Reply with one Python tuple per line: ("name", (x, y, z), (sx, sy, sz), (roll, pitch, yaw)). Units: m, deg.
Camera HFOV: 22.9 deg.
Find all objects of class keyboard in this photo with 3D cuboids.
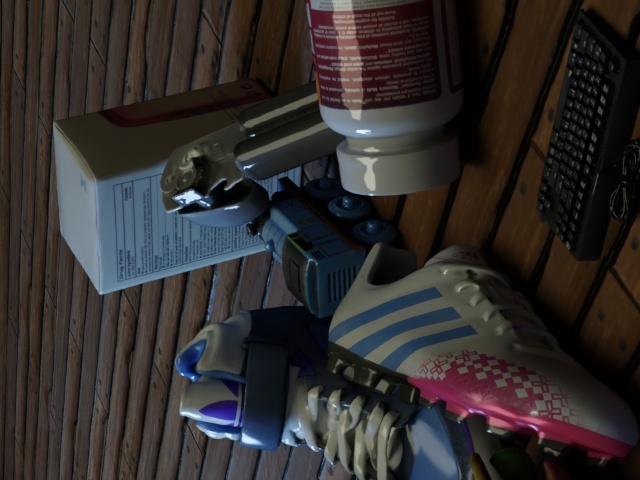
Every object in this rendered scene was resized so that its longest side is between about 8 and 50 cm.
("keyboard", (0.196, -0.066, 1.143), (0.108, 0.023, 0.180), (53, 149, 41))

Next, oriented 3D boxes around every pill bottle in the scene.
("pill bottle", (0.053, -0.155, 1.286), (0.121, 0.121, 0.221), (25, 126, 61))

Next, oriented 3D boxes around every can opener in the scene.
("can opener", (-0.034, -0.083, 1.475), (0.283, 0.095, 0.076), (-19, 50, 34))

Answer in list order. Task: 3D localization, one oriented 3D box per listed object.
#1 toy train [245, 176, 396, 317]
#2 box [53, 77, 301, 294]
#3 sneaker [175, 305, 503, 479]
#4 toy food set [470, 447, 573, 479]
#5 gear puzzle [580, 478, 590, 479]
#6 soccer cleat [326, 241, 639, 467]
("toy train", (0.000, 0.000, 1.516), (0.184, 0.105, 0.080), (44, 141, 50))
("box", (-0.148, -0.061, 1.652), (0.127, 0.232, 0.149), (49, 146, 46))
("sneaker", (-0.005, 0.167, 1.450), (0.323, 0.236, 0.130), (45, 137, 51))
("toy food set", (0.173, 0.219, 1.241), (0.218, 0.071, 0.128), (4, -118, -85))
("gear puzzle", (0.213, 0.364, 1.204), (0.175, 0.044, 0.339), (-86, 0, -83))
("soccer cleat", (0.127, 0.077, 1.273), (0.331, 0.116, 0.143), (16, 83, 49))
